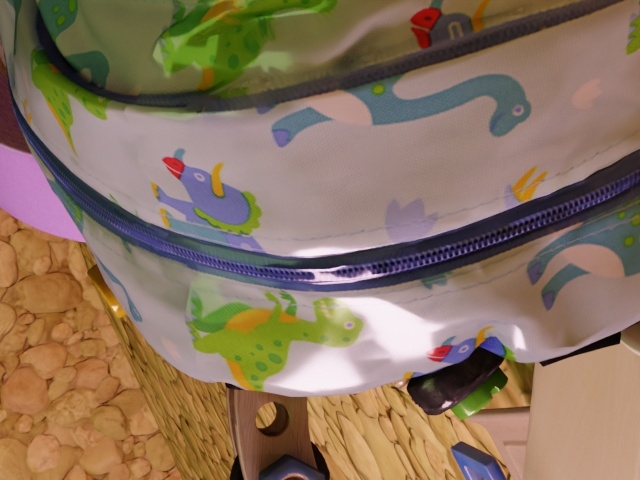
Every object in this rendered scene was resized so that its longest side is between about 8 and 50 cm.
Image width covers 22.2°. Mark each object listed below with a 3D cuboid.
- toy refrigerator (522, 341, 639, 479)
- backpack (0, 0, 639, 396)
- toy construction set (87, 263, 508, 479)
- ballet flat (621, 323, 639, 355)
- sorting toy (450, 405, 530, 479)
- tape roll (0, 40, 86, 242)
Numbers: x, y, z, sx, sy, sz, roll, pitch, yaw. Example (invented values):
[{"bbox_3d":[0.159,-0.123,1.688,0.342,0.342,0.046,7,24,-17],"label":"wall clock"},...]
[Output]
[{"bbox_3d":[0.166,0.121,0.818,0.102,0.094,0.270,-130,36,-55],"label":"toy refrigerator"},{"bbox_3d":[0.008,-0.102,0.558,0.273,0.290,0.356,82,177,-47],"label":"backpack"},{"bbox_3d":[0.000,0.000,0.993,0.237,0.257,0.309,49,-165,-1],"label":"toy construction set"},{"bbox_3d":[0.129,-0.028,0.695,0.348,0.123,0.123,50,161,53],"label":"ballet flat"},{"bbox_3d":[0.188,0.184,1.077,0.196,0.047,0.347,58,165,-1],"label":"sorting toy"},{"bbox_3d":[-0.130,-0.131,1.141,0.275,0.274,0.090,53,163,32],"label":"tape roll"}]
